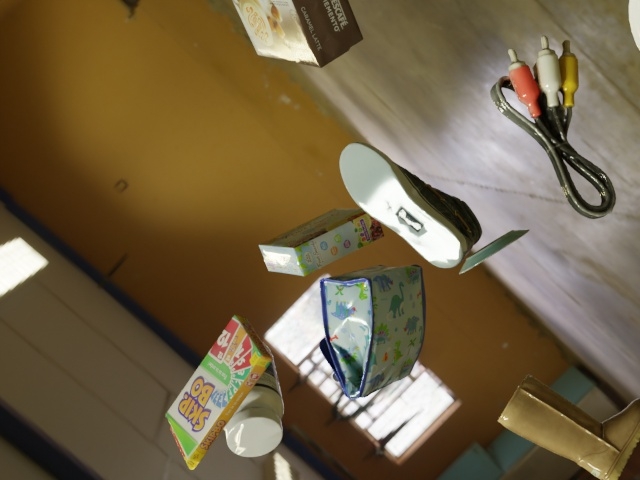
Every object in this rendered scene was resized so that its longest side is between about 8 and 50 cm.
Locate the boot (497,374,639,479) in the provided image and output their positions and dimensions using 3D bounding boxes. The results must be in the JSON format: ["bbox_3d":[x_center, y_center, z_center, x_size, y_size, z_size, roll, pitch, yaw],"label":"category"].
[{"bbox_3d":[0.563,0.375,1.801,0.270,0.236,0.089,31,150,19],"label":"boot"}]

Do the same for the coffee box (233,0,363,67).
[{"bbox_3d":[-0.048,-0.397,1.439,0.246,0.098,0.141,30,152,55],"label":"coffee box"}]

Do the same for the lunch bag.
[{"bbox_3d":[0.069,0.112,1.034,0.096,0.151,0.129,-4,-175,40],"label":"lunch bag"}]

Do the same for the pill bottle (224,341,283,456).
[{"bbox_3d":[-0.168,0.361,1.906,0.153,0.153,0.264,43,-165,-31],"label":"pill bottle"}]

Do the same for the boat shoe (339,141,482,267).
[{"bbox_3d":[0.104,-0.047,0.948,0.183,0.065,0.083,46,-147,9],"label":"boat shoe"}]

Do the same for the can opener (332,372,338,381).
[{"bbox_3d":[0.077,0.239,1.609,0.059,0.186,0.073,-32,-94,-43],"label":"can opener"}]

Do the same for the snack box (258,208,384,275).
[{"bbox_3d":[0.000,0.000,1.729,0.174,0.207,0.070,5,117,63],"label":"snack box"}]

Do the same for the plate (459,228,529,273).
[{"bbox_3d":[0.394,0.018,1.891,0.024,0.188,0.188,57,-178,4],"label":"plate"}]

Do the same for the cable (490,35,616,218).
[{"bbox_3d":[0.350,-0.167,1.233,0.072,0.140,0.287,105,151,-70],"label":"cable"}]

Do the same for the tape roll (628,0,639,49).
[{"bbox_3d":[0.801,-0.487,1.758,0.286,0.100,0.286,52,157,32],"label":"tape roll"}]

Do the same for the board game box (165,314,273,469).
[{"bbox_3d":[-0.188,0.269,1.453,0.039,0.259,0.124,22,-163,-39],"label":"board game box"}]
